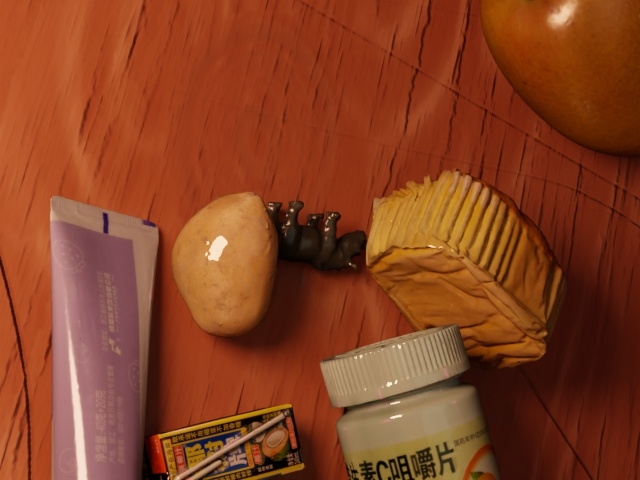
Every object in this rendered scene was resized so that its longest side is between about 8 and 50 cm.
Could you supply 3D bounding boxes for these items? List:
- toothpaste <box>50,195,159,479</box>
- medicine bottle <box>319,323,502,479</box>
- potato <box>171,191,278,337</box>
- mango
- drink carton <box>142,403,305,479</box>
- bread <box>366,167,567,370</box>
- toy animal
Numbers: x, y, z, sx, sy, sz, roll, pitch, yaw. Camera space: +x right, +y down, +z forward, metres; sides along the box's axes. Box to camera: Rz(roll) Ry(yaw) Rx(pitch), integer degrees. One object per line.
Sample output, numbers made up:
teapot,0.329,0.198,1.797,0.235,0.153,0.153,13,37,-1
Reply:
toothpaste,-0.206,0.140,1.552,0.125,0.080,0.371,15,66,-36
medicine bottle,0.113,0.260,1.729,0.158,0.158,0.318,-15,90,-41
potato,-0.094,0.024,1.651,0.112,0.112,0.147,5,84,-39
mango,0.347,-0.244,2.003,0.378,0.221,0.264,37,55,-38
drink carton,-0.098,0.213,1.633,0.165,0.056,0.071,-10,83,-40
bread,0.164,0.031,1.811,0.250,0.179,0.133,43,57,-31
toy animal,0.000,0.000,1.770,0.135,0.047,0.065,13,77,-38
